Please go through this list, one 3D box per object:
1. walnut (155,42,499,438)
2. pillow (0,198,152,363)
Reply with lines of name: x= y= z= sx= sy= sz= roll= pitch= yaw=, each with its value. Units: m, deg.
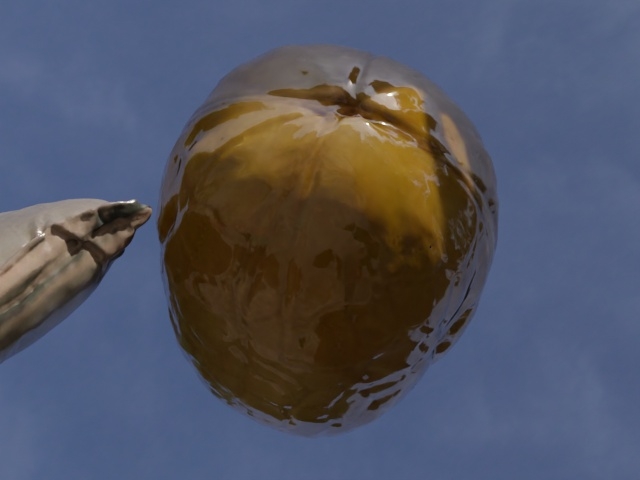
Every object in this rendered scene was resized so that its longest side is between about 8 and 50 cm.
walnut: x=0.000 y=0.000 z=0.819 sx=0.193 sy=0.193 sz=0.225 roll=38 pitch=-24 yaw=15
pillow: x=-0.207 y=0.042 z=0.799 sx=0.067 sy=0.173 sz=0.270 roll=56 pitch=-27 yaw=-14
